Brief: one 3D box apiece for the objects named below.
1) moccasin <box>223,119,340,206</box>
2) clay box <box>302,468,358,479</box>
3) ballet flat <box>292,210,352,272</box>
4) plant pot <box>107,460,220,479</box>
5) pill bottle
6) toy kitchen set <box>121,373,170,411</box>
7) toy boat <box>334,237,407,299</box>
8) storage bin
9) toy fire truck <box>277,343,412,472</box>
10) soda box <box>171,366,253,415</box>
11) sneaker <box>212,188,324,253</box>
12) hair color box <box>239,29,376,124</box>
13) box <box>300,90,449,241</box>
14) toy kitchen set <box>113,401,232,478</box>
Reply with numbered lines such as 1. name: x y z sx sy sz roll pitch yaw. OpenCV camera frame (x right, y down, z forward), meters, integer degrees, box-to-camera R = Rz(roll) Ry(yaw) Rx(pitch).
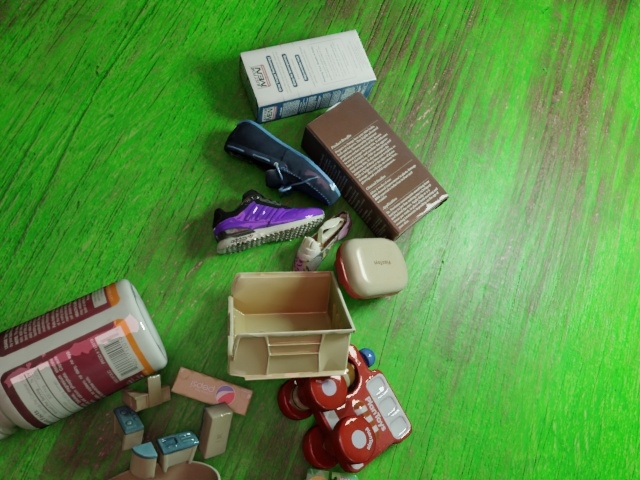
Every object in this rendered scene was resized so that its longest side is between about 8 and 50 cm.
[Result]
1. moccasin: -0.107 -0.181 1.381 0.342 0.137 0.116 35 75 16
2. clay box: 0.009 0.642 1.184 0.128 0.053 0.221 12 74 -6
3. ballet flat: 0.000 0.000 1.355 0.077 0.079 0.221 34 69 28
4. plant pot: -0.322 0.634 1.052 0.257 0.256 0.273 -4 92 -11
5. pill bottle: -0.555 0.261 1.112 0.392 0.224 0.224 -25 80 -15
6. toy kitchen set: -0.397 0.333 1.178 0.083 0.075 0.068 -8 100 -44
7. toy boat: 0.111 0.081 1.323 0.231 0.151 0.150 0 70 -43
8. storage bin: -0.080 0.184 1.189 0.261 0.262 0.123 0 115 -10
9. toy fire truck: 0.063 0.379 1.233 0.254 0.169 0.302 -22 78 -39
10. soda box: -0.253 0.354 1.223 0.182 0.058 0.061 20 72 -4
11. sneaker: -0.138 -0.070 1.341 0.294 0.102 0.146 -14 76 -14
12. hair color box: -0.039 -0.464 1.472 0.348 0.105 0.173 -17 77 -14
13. box: 0.139 -0.191 1.408 0.191 0.143 0.381 -37 84 -17
14. toy kitchen set: -0.333 0.405 1.164 0.207 0.122 0.166 -4 28 -39
